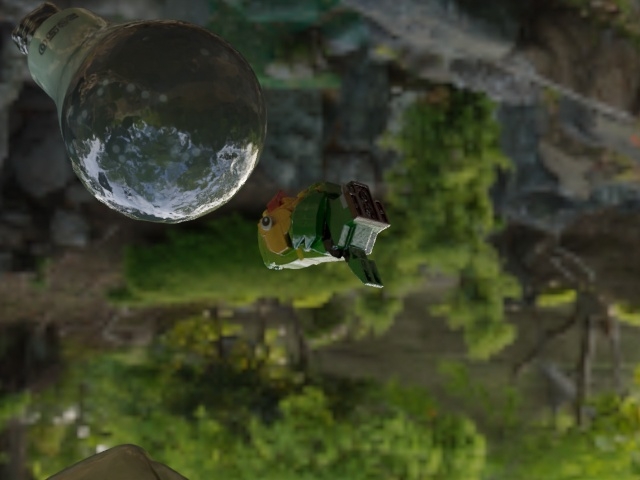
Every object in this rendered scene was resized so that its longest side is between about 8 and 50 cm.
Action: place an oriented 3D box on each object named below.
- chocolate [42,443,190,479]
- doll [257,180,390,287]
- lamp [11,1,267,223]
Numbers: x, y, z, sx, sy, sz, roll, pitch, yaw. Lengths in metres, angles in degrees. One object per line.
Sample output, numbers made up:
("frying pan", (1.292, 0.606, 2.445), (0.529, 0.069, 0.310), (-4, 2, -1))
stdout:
("chocolate", (-0.283, 0.432, 2.153), (0.297, 0.314, 0.326), (-37, 152, 3))
("doll", (0.000, -0.009, 2.003), (0.186, 0.134, 0.106), (0, 174, 36))
("lamp", (-0.193, -0.126, 1.406), (0.313, 0.182, 0.182), (20, -172, 29))
